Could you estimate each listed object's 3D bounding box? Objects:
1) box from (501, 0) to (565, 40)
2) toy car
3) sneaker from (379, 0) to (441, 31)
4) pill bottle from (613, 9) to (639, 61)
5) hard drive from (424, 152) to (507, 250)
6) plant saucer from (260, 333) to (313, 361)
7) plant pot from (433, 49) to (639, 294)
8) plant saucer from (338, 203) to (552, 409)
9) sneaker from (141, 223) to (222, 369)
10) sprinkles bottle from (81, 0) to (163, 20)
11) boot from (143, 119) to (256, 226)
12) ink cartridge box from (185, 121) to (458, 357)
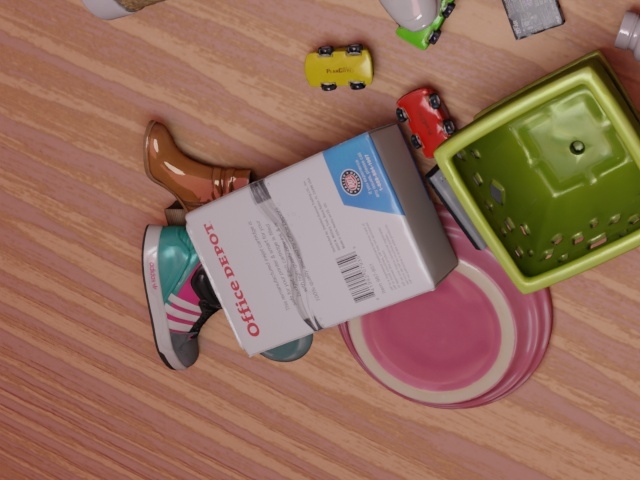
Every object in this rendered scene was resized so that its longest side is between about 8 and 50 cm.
[{"bbox_3d":[0.273,-0.310,1.396,0.067,0.018,0.083,-17,106,26],"label":"box"},{"bbox_3d":[0.120,-0.257,1.457,0.239,0.053,0.225,32,119,4],"label":"toy car"},{"bbox_3d":[0.080,-0.375,1.363,0.090,0.095,0.235,-24,84,22],"label":"sneaker"},{"bbox_3d":[0.430,-0.247,1.339,0.116,0.065,0.065,19,118,11],"label":"pill bottle"},{"bbox_3d":[0.213,-0.066,1.476,0.135,0.094,0.022,52,164,-22],"label":"hard drive"},{"bbox_3d":[-0.071,0.147,1.724,0.119,0.021,0.119,8,114,18],"label":"plant saucer"},{"bbox_3d":[0.311,-0.101,1.367,0.227,0.207,0.228,-28,100,28],"label":"plant pot"},{"bbox_3d":[0.170,0.113,1.584,0.332,0.084,0.332,8,115,18],"label":"plant saucer"},{"bbox_3d":[-0.170,0.093,1.686,0.178,0.124,0.295,0,134,4],"label":"sneaker"},{"bbox_3d":[-0.165,-0.399,1.461,0.355,0.121,0.121,-10,109,24],"label":"sprinkles bottle"},{"bbox_3d":[-0.176,-0.099,1.629,0.152,0.073,0.197,-3,123,23],"label":"boot"},{"bbox_3d":[0.000,0.000,1.490,0.307,0.129,0.223,-22,94,26],"label":"ink cartridge box"}]
